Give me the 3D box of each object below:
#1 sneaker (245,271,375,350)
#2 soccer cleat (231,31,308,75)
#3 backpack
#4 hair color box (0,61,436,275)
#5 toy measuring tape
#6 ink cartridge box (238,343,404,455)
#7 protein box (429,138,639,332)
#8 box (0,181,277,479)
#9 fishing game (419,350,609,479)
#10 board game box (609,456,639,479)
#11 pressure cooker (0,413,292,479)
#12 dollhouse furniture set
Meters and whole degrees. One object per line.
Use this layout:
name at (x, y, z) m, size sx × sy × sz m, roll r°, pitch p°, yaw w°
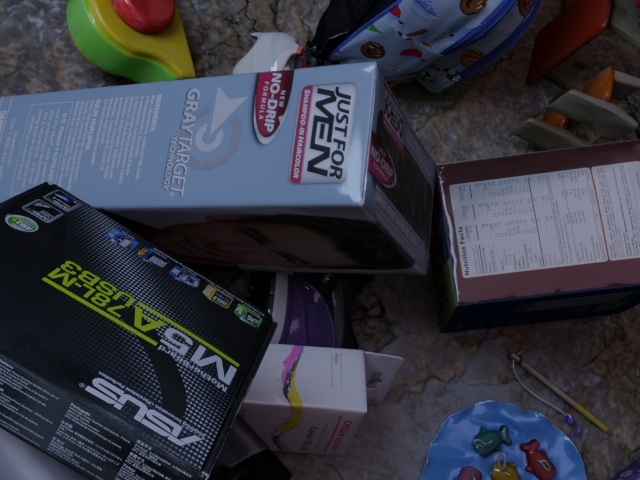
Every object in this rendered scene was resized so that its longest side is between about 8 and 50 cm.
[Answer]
sneaker at (0.000, 0.000, 0.794) m, size 0.124 × 0.107 × 0.283 m, roll 15°, pitch 76°, yaw -20°
soccer cleat at (-0.079, -0.150, 0.831) m, size 0.076 × 0.068 × 0.196 m, roll 17°, pitch 73°, yaw 16°
backpack at (0.131, -0.303, 0.801) m, size 0.213 × 0.263 × 0.276 m, roll 17°, pitch 72°, yaw -21°
hair color box at (-0.104, -0.048, 0.645) m, size 0.374 × 0.185 × 0.113 m, roll 0°, pitch 73°, yaw 23°
toy measuring tape at (-0.198, -0.180, 0.789) m, size 0.121 × 0.121 × 0.330 m, roll -14°, pitch 83°, yaw -13°
ink cartridge box at (-0.023, 0.157, 0.716) m, size 0.198 × 0.115 × 0.067 m, roll 5°, pitch 53°, yaw -8°
protein box at (0.218, 0.006, 0.739) m, size 0.201 × 0.200 × 0.136 m, roll -7°, pitch 75°, yaw 4°
box at (-0.129, 0.049, 0.427) m, size 0.191 × 0.184 × 0.045 m, roll 32°, pitch 107°, yaw -2°
fishing game at (0.199, 0.263, 0.771) m, size 0.189 × 0.041 × 0.264 m, roll 43°, pitch 73°, yaw 7°
board game box at (0.275, 0.381, 0.710) m, size 0.347 × 0.056 × 0.208 m, roll -23°, pitch 85°, yaw -26°
pressure cooker at (-0.208, 0.224, 0.513) m, size 0.420 × 0.370 × 0.375 m, roll 43°, pitch 102°, yaw 13°
dollhouse furniture set at (0.313, -0.260, 0.821) m, size 0.135 × 0.259 × 0.262 m, roll 20°, pitch 71°, yaw -13°
